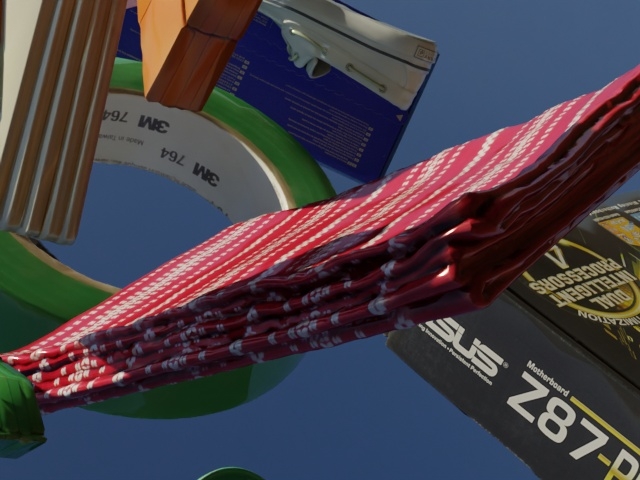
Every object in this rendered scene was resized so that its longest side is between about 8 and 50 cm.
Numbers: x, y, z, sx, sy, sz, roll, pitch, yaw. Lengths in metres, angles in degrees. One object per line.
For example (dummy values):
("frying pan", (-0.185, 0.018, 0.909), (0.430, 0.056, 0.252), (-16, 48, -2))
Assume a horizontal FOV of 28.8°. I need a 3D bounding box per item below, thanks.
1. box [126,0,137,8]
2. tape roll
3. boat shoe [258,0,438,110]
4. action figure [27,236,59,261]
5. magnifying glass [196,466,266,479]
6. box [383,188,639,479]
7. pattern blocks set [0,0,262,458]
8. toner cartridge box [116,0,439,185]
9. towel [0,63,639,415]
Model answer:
("box", (-0.100, -0.209, 0.679), (0.170, 0.130, 0.091), (-93, -13, -48))
("tape roll", (-0.140, -0.014, 0.934), (0.321, 0.077, 0.321), (14, -141, -12))
("boat shoe", (-0.001, -0.191, 1.178), (0.226, 0.075, 0.083), (28, -167, 28))
("action figure", (-0.443, -0.024, 1.234), (0.330, 0.341, 0.178), (31, -170, 15))
("magnifying glass", (-0.085, 0.259, 0.854), (0.092, 0.026, 0.231), (35, -128, -14))
("box", (0.281, 0.091, 0.814), (0.395, 0.097, 0.318), (-10, -136, -47))
("pattern blocks set", (-0.103, -0.097, 0.409), (0.026, 0.285, 0.324), (11, -96, -37))
("toner cartridge box", (-0.065, -0.200, 1.315), (0.348, 0.075, 0.165), (25, -89, -14))
("towel", (0.000, 0.000, 0.477), (0.199, 0.275, 0.031), (-33, -79, -48))
